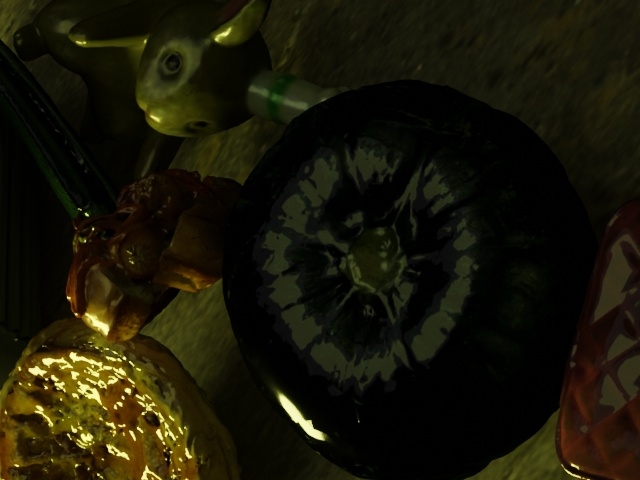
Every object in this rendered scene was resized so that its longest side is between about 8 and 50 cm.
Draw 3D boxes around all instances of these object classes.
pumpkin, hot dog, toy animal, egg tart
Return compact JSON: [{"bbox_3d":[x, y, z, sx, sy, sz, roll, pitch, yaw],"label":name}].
[{"bbox_3d":[0.072,0.032,1.238,0.315,0.238,0.315,-4,81,27],"label":"pumpkin"},{"bbox_3d":[-0.145,-0.002,1.405,0.158,0.349,0.117,-34,93,6],"label":"hot dog"},{"bbox_3d":[-0.142,-0.164,1.541,0.180,0.181,0.363,-40,34,-20],"label":"toy animal"},{"bbox_3d":[-0.173,0.200,1.454,0.290,0.115,0.290,9,106,34],"label":"egg tart"}]

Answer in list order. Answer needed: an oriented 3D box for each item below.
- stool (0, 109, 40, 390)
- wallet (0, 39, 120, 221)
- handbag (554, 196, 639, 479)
[{"bbox_3d":[-0.442,-0.026,1.721,0.297,0.297,0.330,-22,57,38],"label":"stool"},{"bbox_3d":[-0.279,-0.103,1.619,0.055,0.160,0.236,-34,90,-12],"label":"wallet"},{"bbox_3d":[0.263,0.082,1.102,0.146,0.135,0.225,12,88,45],"label":"handbag"}]
